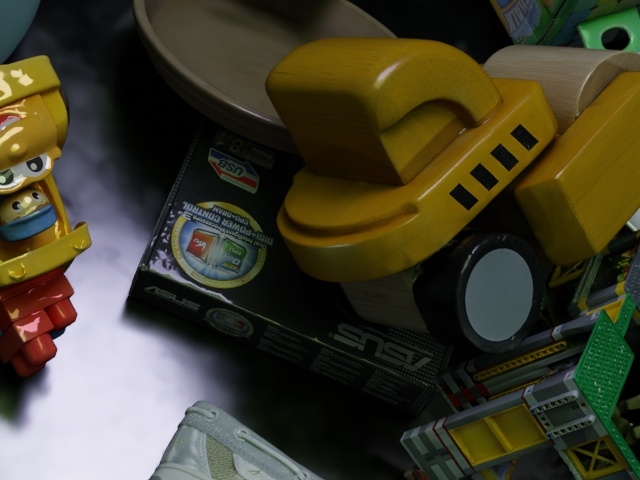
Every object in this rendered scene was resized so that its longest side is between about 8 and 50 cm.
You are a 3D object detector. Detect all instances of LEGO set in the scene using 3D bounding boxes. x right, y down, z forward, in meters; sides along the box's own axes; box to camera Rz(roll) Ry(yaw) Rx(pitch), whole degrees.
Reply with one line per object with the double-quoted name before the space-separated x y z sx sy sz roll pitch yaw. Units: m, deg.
"LEGO set" 0.203 0.148 1.599 0.255 0.192 0.331 50 37 -23

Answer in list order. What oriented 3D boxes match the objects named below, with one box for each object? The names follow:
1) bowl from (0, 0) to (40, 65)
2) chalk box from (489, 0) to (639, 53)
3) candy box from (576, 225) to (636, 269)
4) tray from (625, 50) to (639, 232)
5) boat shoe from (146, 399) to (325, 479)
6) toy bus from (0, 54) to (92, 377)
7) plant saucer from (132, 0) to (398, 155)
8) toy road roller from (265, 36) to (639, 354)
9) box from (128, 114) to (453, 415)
"bowl" -0.372 -0.272 1.627 0.311 0.163 0.312 3 75 -13
"chalk box" 0.240 -0.258 1.853 0.132 0.132 0.213 -19 70 -24
"candy box" 0.309 -0.030 1.801 0.109 0.053 0.187 35 60 3
"tray" 0.327 -0.107 1.797 0.145 0.030 0.270 43 59 6
"boat shoe" 0.020 0.233 1.542 0.320 0.118 0.103 24 63 5
"toy bus" -0.249 -0.008 1.534 0.149 0.220 0.211 -24 78 -31
"plant saucer" -0.035 -0.155 1.711 0.278 0.041 0.278 18 31 -11
"toy road roller" 0.106 -0.084 1.545 0.329 0.202 0.241 -43 121 -26
"box" 0.000 0.000 1.688 0.270 0.060 0.216 23 59 -3
